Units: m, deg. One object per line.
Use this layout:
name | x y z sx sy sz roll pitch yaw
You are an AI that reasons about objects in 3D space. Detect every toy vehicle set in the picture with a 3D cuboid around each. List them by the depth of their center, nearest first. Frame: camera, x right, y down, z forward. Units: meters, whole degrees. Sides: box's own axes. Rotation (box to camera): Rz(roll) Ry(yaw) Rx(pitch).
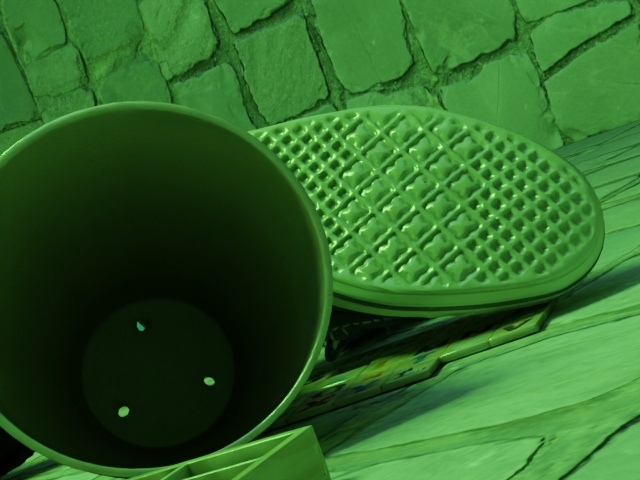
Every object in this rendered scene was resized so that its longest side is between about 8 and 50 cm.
toy vehicle set | -0.144 0.181 0.915 0.267 0.035 0.166 -20 4 28

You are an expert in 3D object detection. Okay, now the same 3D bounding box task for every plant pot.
plant pot | -0.126 0.070 1.159 0.256 0.256 0.274 -22 -16 -10

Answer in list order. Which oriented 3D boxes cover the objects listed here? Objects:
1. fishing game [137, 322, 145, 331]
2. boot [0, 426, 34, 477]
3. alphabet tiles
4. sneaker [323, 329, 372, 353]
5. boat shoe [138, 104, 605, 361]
fishing game | -0.275 0.064 1.785 0.189 0.264 0.041 -23 -13 -11
boot | -0.419 0.206 1.415 0.348 0.131 0.260 -32 -7 15
alphabet tiles | 0.070 0.093 1.249 0.237 0.009 0.198 -21 3 18
sneaker | 0.056 0.028 1.584 0.182 0.127 0.315 -18 9 -9
boat shoe | 0.000 0.000 1.342 0.500 0.187 0.156 -3 -28 23
